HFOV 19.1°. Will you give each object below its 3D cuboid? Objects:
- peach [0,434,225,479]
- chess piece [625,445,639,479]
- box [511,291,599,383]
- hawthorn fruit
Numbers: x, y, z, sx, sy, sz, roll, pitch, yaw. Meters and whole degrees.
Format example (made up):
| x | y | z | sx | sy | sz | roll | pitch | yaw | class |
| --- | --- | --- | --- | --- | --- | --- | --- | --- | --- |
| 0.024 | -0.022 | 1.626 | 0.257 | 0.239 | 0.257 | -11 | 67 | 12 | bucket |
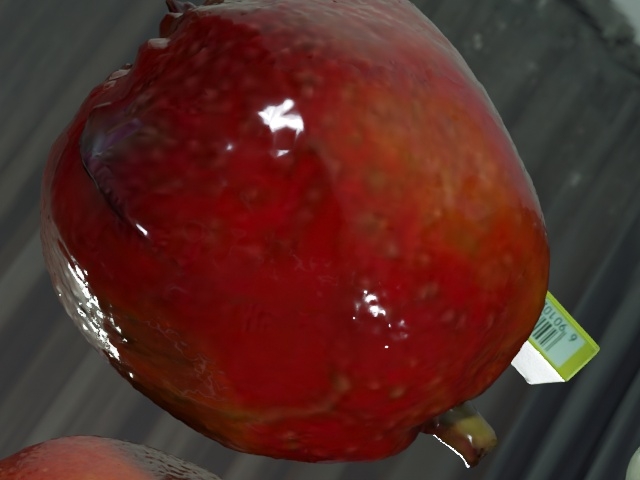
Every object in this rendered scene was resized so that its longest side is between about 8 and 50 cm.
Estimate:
| x | y | z | sx | sy | sz | roll | pitch | yaw | class |
| --- | --- | --- | --- | --- | --- | --- | --- | --- | --- |
| -0.129 | 0.255 | 1.255 | 0.281 | 0.281 | 0.238 | 30 | 143 | 9 | peach |
| 0.357 | 0.156 | 1.519 | 0.133 | 0.243 | 0.133 | 56 | -177 | -4 | chess piece |
| 0.097 | -0.015 | 1.629 | 0.335 | 0.047 | 0.187 | 49 | 175 | 2 | box |
| 0.000 | 0.000 | 1.070 | 0.307 | 0.265 | 0.265 | 45 | 156 | -2 | hawthorn fruit |
